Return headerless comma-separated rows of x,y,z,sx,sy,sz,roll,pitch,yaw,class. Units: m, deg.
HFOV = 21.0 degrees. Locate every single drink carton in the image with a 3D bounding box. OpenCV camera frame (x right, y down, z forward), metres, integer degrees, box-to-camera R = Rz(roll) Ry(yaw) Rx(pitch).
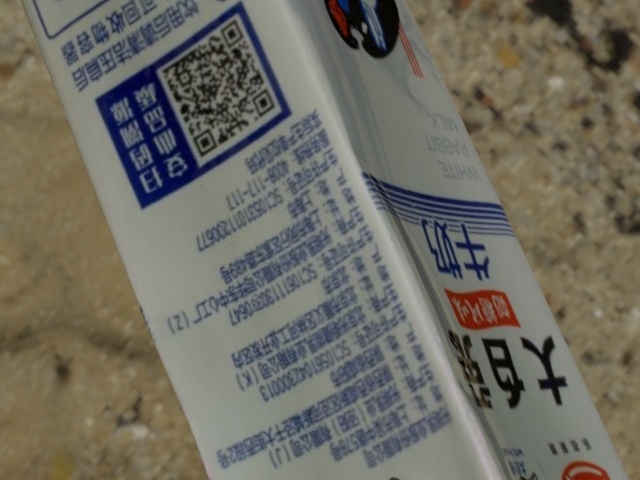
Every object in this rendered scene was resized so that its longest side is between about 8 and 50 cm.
0.000,0.000,0.640,0.130,0.106,0.315,6,57,-60,drink carton
